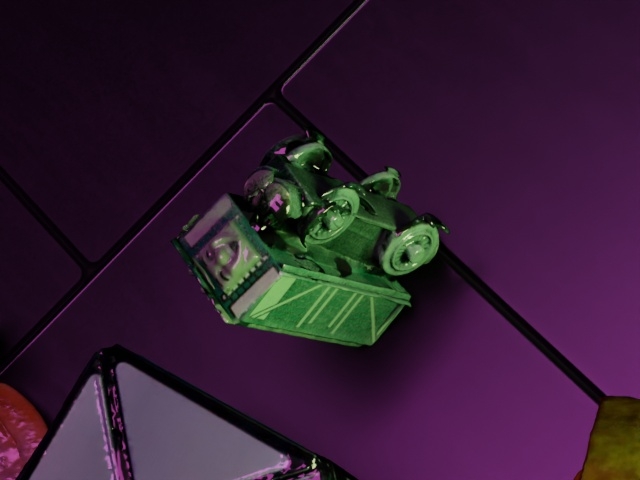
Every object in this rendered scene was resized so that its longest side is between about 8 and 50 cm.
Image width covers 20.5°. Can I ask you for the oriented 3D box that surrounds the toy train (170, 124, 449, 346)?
[{"bbox_3d":[0.000,0.000,1.530,0.154,0.269,0.115,-45,62,18],"label":"toy train"}]

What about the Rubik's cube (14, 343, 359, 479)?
[{"bbox_3d":[-0.104,0.263,1.471,0.248,0.246,0.250,28,82,28],"label":"Rubik's cube"}]

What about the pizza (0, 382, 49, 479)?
[{"bbox_3d":[-0.366,0.224,1.704,0.262,0.034,0.181,-7,69,18],"label":"pizza"}]

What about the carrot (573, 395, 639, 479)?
[{"bbox_3d":[0.266,0.239,1.348,0.341,0.241,0.241,3,71,19],"label":"carrot"}]
